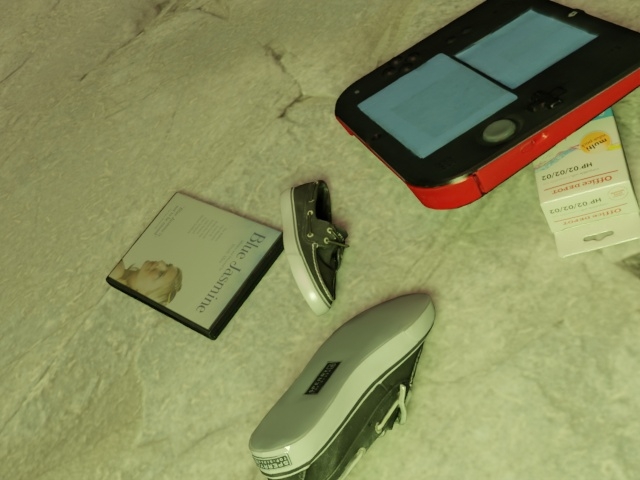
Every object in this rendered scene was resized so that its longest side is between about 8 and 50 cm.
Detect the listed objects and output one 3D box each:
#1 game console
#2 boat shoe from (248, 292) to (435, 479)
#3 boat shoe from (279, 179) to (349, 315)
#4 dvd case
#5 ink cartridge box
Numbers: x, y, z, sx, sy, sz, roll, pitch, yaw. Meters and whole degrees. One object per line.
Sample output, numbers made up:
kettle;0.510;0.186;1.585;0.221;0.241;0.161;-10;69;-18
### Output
game console;0.210;-0.207;1.188;0.342;0.060;0.386;-36;32;0
boat shoe;0.046;0.173;0.987;0.113;0.104;0.306;-10;24;38
boat shoe;0.000;0.000;1.187;0.076;0.080;0.228;-26;37;12
dvd case;-0.184;0.029;1.304;0.253;0.022;0.180;21;66;40
ink cartridge box;0.313;-0.077;1.069;0.104;0.061;0.181;-16;47;20
